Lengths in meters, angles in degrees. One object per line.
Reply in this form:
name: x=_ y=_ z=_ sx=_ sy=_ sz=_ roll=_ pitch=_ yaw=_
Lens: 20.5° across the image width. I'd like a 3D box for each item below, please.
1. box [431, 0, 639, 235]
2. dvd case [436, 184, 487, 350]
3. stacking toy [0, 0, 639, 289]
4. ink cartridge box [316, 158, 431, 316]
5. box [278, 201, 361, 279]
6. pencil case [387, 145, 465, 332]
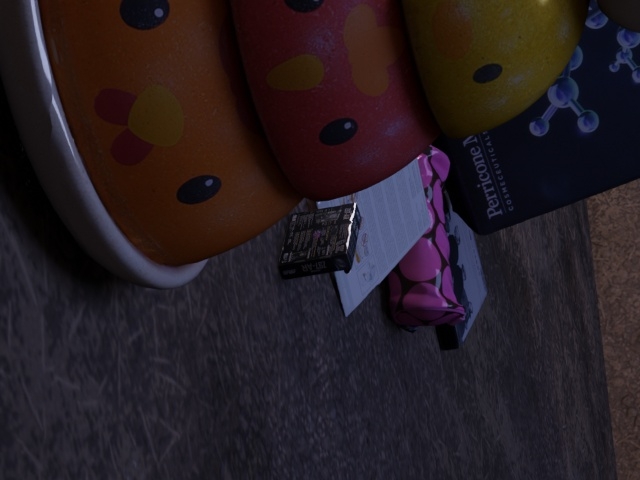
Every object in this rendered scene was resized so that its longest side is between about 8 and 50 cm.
box: x=0.312 y=-0.220 z=2.154 sx=0.212 sy=0.395 sz=0.293 roll=-112 pitch=-179 yaw=-79
dvd case: x=0.170 y=0.022 z=2.300 sx=0.239 sy=0.029 sz=0.179 roll=-49 pitch=127 yaw=-71
stacking toy: x=0.051 y=-0.174 z=1.167 sx=0.350 sy=0.480 sz=0.351 roll=-11 pitch=90 yaw=-74
ink cartridge box: x=0.045 y=-0.029 z=1.838 sx=0.179 sy=0.045 sz=0.145 roll=-44 pitch=132 yaw=-39
box: x=0.000 y=0.000 z=1.643 sx=0.083 sy=0.067 sz=0.018 roll=-79 pitch=154 yaw=-54
pencil case: x=0.116 y=-0.005 z=2.015 sx=0.098 sy=0.095 sz=0.209 roll=9 pitch=70 yaw=-36
